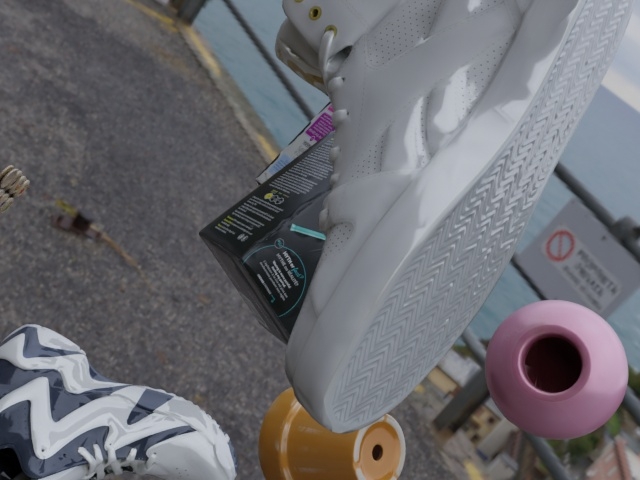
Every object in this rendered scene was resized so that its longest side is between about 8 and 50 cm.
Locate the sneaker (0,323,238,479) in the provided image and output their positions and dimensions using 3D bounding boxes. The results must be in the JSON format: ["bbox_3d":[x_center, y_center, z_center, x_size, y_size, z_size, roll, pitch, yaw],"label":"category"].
[{"bbox_3d":[-0.193,0.186,0.699,0.235,0.094,0.153,36,42,-12],"label":"sneaker"}]

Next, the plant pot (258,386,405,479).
[{"bbox_3d":[0.032,0.350,1.416,0.205,0.205,0.188,18,-16,-41],"label":"plant pot"}]

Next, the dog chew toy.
[{"bbox_3d":[0.376,0.211,1.324,0.206,0.206,0.332,46,4,24],"label":"dog chew toy"}]

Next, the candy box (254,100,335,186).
[{"bbox_3d":[0.064,-0.093,0.948,0.159,0.233,0.071,44,-1,-34],"label":"candy box"}]

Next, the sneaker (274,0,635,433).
[{"bbox_3d":[0.031,-0.055,0.460,0.169,0.292,0.108,26,-13,31],"label":"sneaker"}]

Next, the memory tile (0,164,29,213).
[{"bbox_3d":[-0.492,-0.061,1.276,0.012,0.113,0.148,40,-11,-3],"label":"memory tile"}]

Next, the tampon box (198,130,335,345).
[{"bbox_3d":[0.000,0.000,0.745,0.101,0.161,0.120,27,-29,59],"label":"tampon box"}]
